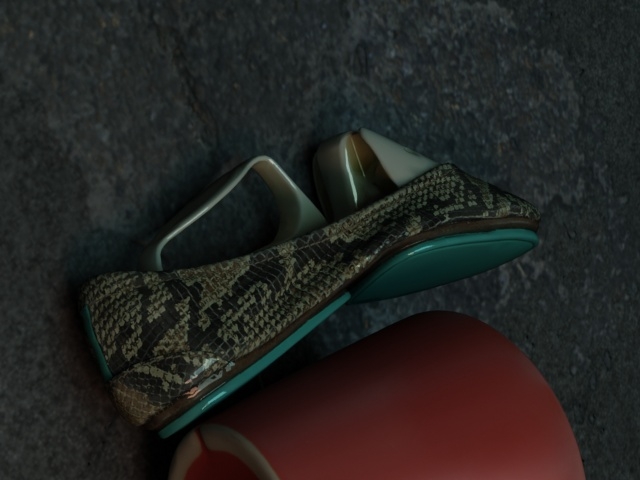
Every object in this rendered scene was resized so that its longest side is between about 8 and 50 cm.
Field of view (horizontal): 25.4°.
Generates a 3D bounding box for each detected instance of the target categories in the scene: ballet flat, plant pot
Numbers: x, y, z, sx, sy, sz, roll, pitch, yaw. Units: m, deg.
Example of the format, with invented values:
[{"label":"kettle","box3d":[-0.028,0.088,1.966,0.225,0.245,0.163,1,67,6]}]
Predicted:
[{"label":"ballet flat","box3d":[0.000,0.000,1.223,0.483,0.164,0.182,-24,81,-38]},{"label":"plant pot","box3d":[0.030,0.210,1.123,0.243,0.275,0.275,-13,98,-36]}]
